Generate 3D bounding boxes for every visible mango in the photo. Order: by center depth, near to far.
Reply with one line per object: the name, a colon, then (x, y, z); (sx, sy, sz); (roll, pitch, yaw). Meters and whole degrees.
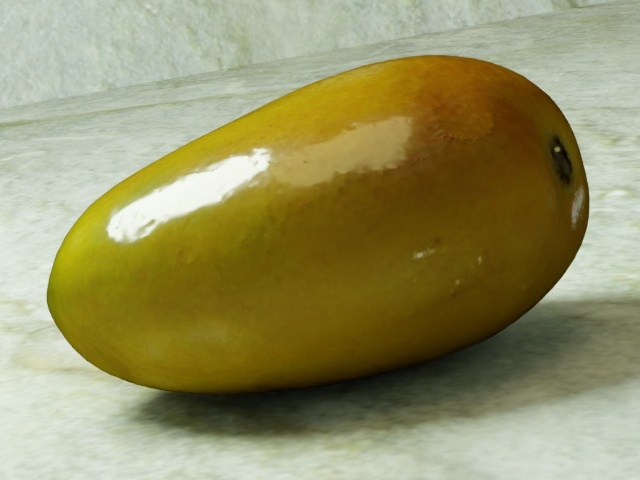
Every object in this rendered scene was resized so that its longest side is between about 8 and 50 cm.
mango: (0.005, -0.002, 0.819); (0.254, 0.139, 0.175); (-21, 2, -16)
